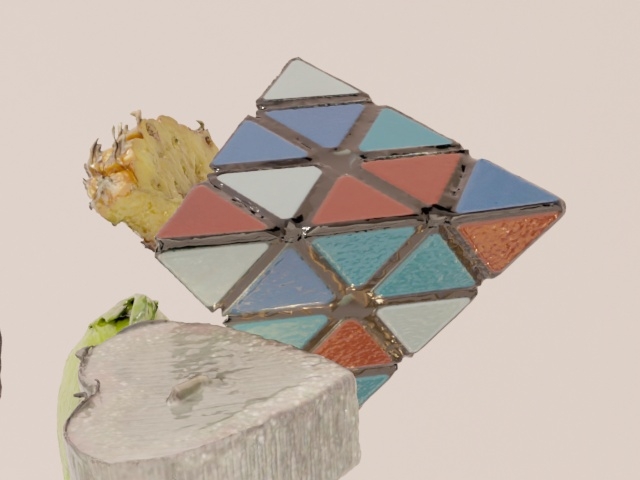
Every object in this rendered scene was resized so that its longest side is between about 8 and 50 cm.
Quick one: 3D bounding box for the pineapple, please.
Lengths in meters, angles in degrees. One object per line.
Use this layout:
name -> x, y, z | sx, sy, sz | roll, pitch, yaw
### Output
pineapple -> -0.120, -0.047, 1.415 | 0.079, 0.135, 0.233 | -38, -39, 17

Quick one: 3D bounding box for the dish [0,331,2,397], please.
dish -> -0.142, -0.003, 0.389 | 0.085, 0.260, 0.260 | -14, -64, -32

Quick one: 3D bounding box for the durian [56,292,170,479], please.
durian -> -0.175, 0.142, 1.428 | 0.101, 0.139, 0.250 | 9, -65, -18

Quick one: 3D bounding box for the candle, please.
candle -> -0.062, 0.105, 0.937 | 0.169, 0.192, 0.068 | -3, -69, 1

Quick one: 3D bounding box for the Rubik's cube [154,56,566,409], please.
Rubik's cube -> 0.000, 0.000, 1.085 | 0.250, 0.234, 0.284 | -2, -90, 44
